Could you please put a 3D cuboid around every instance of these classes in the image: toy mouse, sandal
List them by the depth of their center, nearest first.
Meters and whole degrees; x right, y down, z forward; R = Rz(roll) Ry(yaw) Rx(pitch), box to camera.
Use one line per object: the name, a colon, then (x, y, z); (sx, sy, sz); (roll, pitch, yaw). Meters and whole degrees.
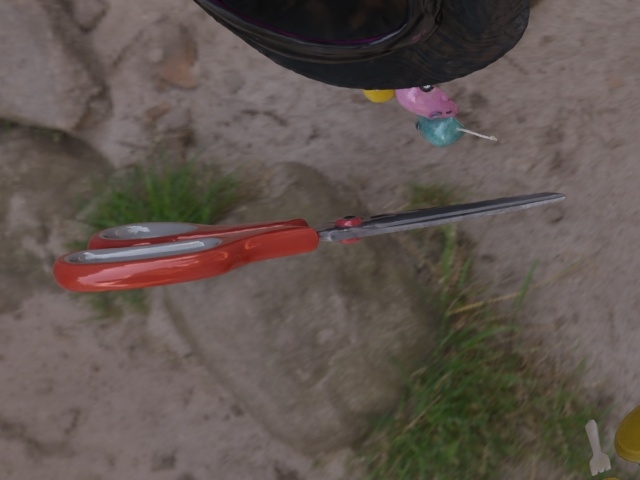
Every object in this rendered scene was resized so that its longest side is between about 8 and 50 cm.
sandal: (-0.036, -0.188, 0.868); (0.167, 0.446, 0.107); (-43, 42, 26)
toy mouse: (0.094, -0.119, 1.314); (0.143, 0.161, 0.031); (35, 85, 10)

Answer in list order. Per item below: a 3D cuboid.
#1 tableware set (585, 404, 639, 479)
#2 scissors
tableware set: (0.203, 0.100, 0.698); (0.154, 0.104, 0.024); (-24, 114, 17)
scissors: (0.000, 0.000, 0.819); (0.297, 0.109, 0.021); (-4, 101, 1)
